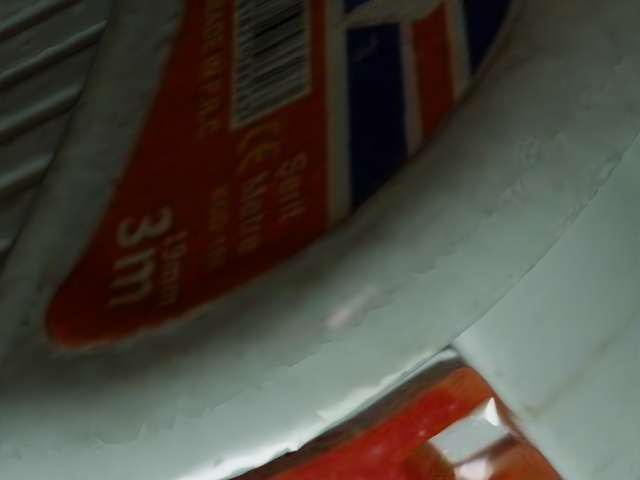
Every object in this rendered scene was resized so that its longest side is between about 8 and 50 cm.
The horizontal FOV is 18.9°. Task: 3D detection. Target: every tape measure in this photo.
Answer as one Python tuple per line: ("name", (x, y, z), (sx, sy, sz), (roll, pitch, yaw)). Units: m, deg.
("tape measure", (-0.001, 0.000, 0.472), (0.246, 0.243, 0.125), (-22, 130, 19))
